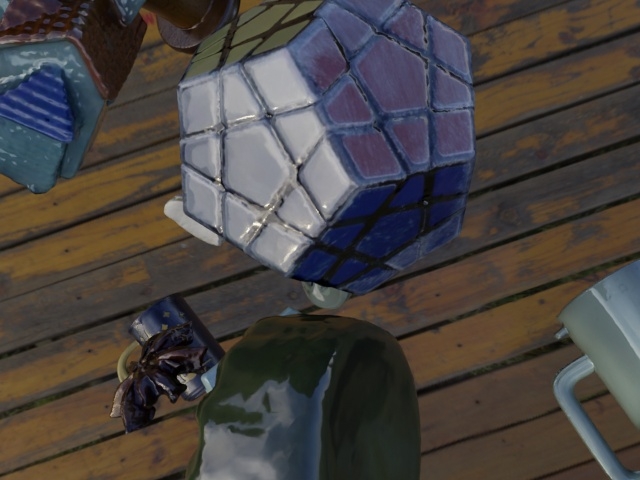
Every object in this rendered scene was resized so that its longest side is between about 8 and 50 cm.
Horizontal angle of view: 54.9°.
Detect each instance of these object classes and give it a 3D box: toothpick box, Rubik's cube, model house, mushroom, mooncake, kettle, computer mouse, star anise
[{"bbox_3d":[-0.279,-0.465,1.108,0.192,0.294,0.191,-7,77,30],"label":"toothpick box"},{"bbox_3d":[0.008,-0.101,0.618,0.319,0.319,0.264,-29,59,-1],"label":"Rubik's cube"},{"bbox_3d":[-0.359,-0.286,0.829,0.252,0.329,0.294,30,42,-27],"label":"model house"},{"bbox_3d":[-0.232,-0.098,1.711,0.154,0.407,0.137,32,122,24],"label":"mushroom"},{"bbox_3d":[-0.011,0.268,0.793,0.194,0.356,0.356,-6,82,29],"label":"mooncake"},{"bbox_3d":[0.534,0.212,0.986,0.265,0.205,0.317,-19,64,-18],"label":"kettle"},{"bbox_3d":[0.006,0.000,1.442,0.095,0.197,0.330,1,63,-32],"label":"computer mouse"},{"bbox_3d":[-0.217,0.174,0.806,0.168,0.168,0.057,-38,120,-2],"label":"star anise"}]

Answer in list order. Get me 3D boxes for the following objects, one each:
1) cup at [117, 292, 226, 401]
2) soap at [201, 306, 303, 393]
[{"bbox_3d":[-0.401,0.319,1.690,0.255,0.178,0.256,-43,81,24],"label":"cup"},{"bbox_3d":[-0.120,0.300,1.434,0.095,0.172,0.290,25,48,39],"label":"soap"}]
